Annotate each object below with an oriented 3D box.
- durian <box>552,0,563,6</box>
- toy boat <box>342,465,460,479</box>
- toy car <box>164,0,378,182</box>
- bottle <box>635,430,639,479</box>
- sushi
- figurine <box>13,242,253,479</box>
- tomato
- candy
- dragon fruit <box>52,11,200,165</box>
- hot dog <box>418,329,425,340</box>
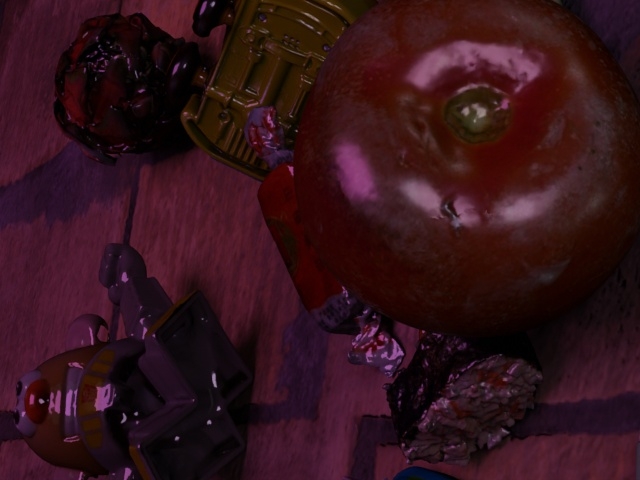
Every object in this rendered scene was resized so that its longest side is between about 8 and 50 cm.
[{"bbox_3d":[0.130,-0.184,1.433,0.139,0.101,0.250,-61,34,21],"label":"durian"},{"bbox_3d":[0.108,0.267,1.298,0.299,0.092,0.134,18,90,59],"label":"toy boat"},{"bbox_3d":[-0.031,-0.180,1.632,0.248,0.200,0.142,-58,5,41],"label":"toy car"},{"bbox_3d":[0.238,0.175,1.179,0.030,0.030,0.083,-21,60,54],"label":"bottle"},{"bbox_3d":[0.116,0.119,1.343,0.150,0.090,0.078,-52,35,36],"label":"sushi"},{"bbox_3d":[-0.214,0.177,1.766,0.285,0.167,0.342,-7,50,49],"label":"figurine"},{"bbox_3d":[0.112,-0.052,1.263,0.223,0.270,0.270,83,-174,-67],"label":"tomato"},{"bbox_3d":[0.001,-0.001,1.550,0.086,0.059,0.292,-38,71,43],"label":"candy"},{"bbox_3d":[-0.228,-0.181,1.947,0.188,0.182,0.182,-25,57,40],"label":"dragon fruit"},{"bbox_3d":[0.113,0.027,1.427,0.071,0.045,0.165,-30,53,52],"label":"hot dog"}]
